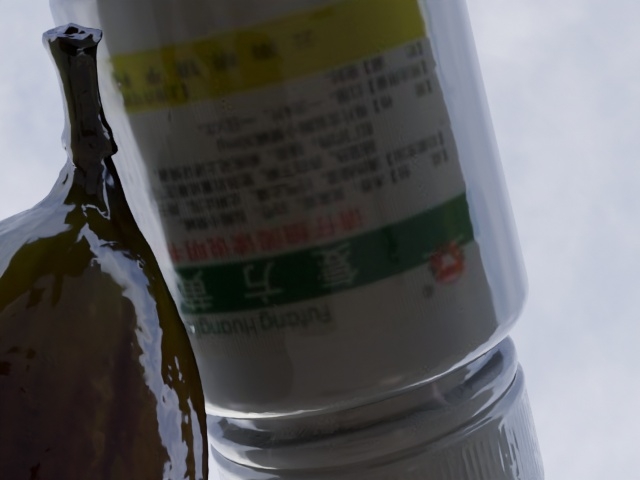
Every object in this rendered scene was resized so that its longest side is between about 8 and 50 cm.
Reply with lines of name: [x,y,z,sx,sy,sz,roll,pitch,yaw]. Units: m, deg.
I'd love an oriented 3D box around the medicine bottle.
medicine bottle: [0.000,0.000,0.746,0.208,0.208,0.339,-14,-76,1]

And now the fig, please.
fig: [-0.122,0.043,0.604,0.170,0.146,0.274,7,-89,-42]
